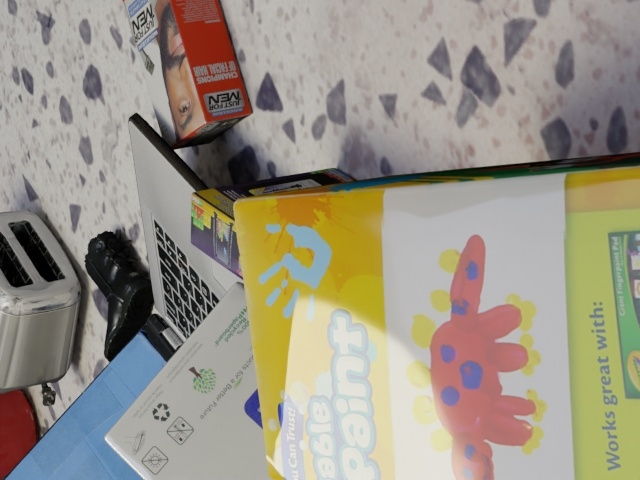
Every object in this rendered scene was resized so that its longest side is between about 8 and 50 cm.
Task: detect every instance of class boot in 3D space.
[{"bbox_3d":[-0.222,0.057,1.736,0.099,0.045,0.121,48,131,35],"label":"boot"}]

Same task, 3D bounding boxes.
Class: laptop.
[{"bbox_3d":[-0.156,0.175,1.475,0.382,0.236,0.408,45,150,40],"label":"laptop"}]

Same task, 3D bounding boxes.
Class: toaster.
[{"bbox_3d":[-0.359,0.070,1.884,0.227,0.129,0.146,52,139,37],"label":"toaster"}]

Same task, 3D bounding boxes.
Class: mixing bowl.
[{"bbox_3d":[-0.424,0.243,2.077,0.181,0.098,0.181,25,121,52],"label":"mixing bowl"}]

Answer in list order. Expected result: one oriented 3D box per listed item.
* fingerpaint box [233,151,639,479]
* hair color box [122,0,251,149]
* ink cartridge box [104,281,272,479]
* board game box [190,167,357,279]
[{"bbox_3d":[0.159,0.173,0.949,0.371,0.163,0.444,-4,95,40],"label":"fingerpaint box"},{"bbox_3d":[-0.126,-0.176,1.490,0.093,0.053,0.167,-27,79,57],"label":"hair color box"},{"bbox_3d":[0.009,0.197,1.213,0.333,0.165,0.065,42,180,20],"label":"ink cartridge box"},{"bbox_3d":[0.000,0.000,1.265,0.170,0.141,0.048,33,127,50],"label":"board game box"}]
